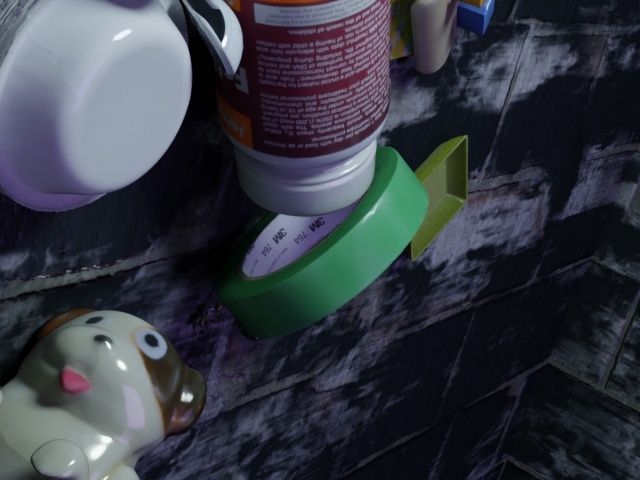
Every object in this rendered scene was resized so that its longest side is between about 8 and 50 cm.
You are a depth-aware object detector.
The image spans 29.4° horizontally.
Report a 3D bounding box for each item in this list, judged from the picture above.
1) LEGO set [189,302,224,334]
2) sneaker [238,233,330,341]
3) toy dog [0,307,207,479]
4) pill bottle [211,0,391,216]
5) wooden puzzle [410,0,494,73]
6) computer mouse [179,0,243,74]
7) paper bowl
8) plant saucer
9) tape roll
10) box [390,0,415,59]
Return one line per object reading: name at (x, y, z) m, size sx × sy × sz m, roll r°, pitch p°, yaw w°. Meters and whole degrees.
LEGO set at (-0.173, 0.113, 1.818) m, size 0.054 × 0.023 × 0.083 m, roll -62°, pitch 167°, yaw 7°
sneaker at (-0.043, 0.055, 1.928) m, size 0.234 × 0.078 × 0.106 m, roll -60°, pitch 156°, yaw 7°
toy dog at (-0.307, 0.278, 1.456) m, size 0.408 × 0.285 × 0.395 m, roll -60°, pitch 154°, yaw -7°
pill bottle at (-0.024, -0.233, 1.514) m, size 0.224 × 0.224 × 0.392 m, roll -42°, pitch 147°, yaw -33°
wooden puzzle at (0.250, -0.435, 1.842) m, size 0.347 × 0.080 × 0.322 m, roll -63°, pitch 171°, yaw -6°
computer mouse at (-0.129, -0.260, 1.339) m, size 0.042 × 0.193 × 0.106 m, roll -31°, pitch 154°, yaw -7°
paper bowl at (-0.248, -0.162, 1.279) m, size 0.284 × 0.148 × 0.284 m, roll -42°, pitch 149°, yaw -33°
plant saucer at (0.202, -0.084, 2.250) m, size 0.188 × 0.045 × 0.188 m, roll -47°, pitch 150°, yaw -27°
tape roll at (0.000, 0.000, 1.705) m, size 0.077 × 0.321 × 0.321 m, roll 50°, pitch 65°, yaw -18°
box at (0.096, -0.324, 1.840) m, size 0.179 × 0.043 × 0.105 m, roll -25°, pitch 136°, yaw -53°
